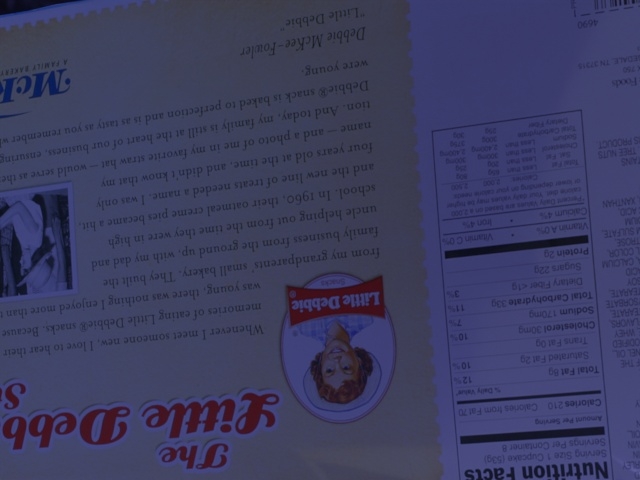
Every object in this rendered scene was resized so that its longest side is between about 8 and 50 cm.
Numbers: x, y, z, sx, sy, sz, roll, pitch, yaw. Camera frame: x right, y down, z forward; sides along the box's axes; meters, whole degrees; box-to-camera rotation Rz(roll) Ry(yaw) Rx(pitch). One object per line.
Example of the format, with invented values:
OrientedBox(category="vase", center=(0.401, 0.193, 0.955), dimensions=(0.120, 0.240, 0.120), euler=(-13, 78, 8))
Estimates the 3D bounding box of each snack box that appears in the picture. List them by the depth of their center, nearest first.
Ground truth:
OrientedBox(category="snack box", center=(0.000, 0.000, 0.662), dimensions=(0.322, 0.060, 0.187), euler=(-7, 83, 26))
